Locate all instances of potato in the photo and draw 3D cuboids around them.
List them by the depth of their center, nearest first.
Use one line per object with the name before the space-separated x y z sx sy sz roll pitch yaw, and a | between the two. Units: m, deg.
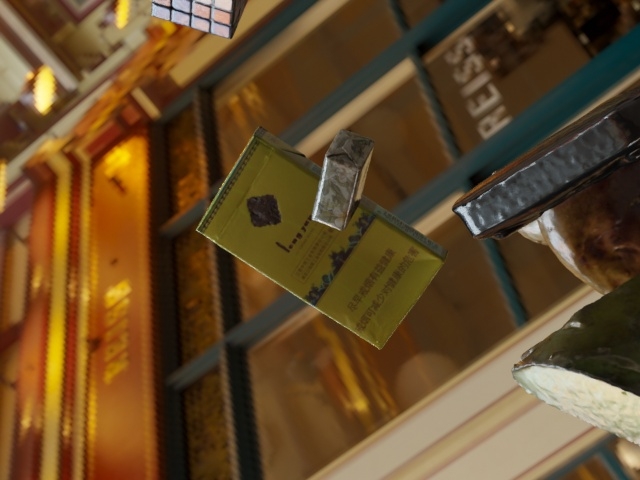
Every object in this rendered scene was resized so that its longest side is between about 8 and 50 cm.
potato | 0.393 0.101 1.527 0.269 0.255 0.112 25 150 21

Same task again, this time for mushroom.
mushroom | 0.431 -0.055 1.899 0.345 0.259 0.346 12 -115 -28

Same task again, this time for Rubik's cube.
Rubik's cube | -0.119 -0.283 1.405 0.092 0.092 0.092 17 -121 3

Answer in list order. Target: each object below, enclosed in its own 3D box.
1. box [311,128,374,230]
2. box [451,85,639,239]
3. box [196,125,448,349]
box | 0.024 -0.066 1.463 0.045 0.098 0.062 21 -136 7
box | 0.318 -0.109 1.491 0.290 0.289 0.073 -26 -95 -45
box | 0.001 0.000 1.645 0.279 0.153 0.041 33 -154 -1
